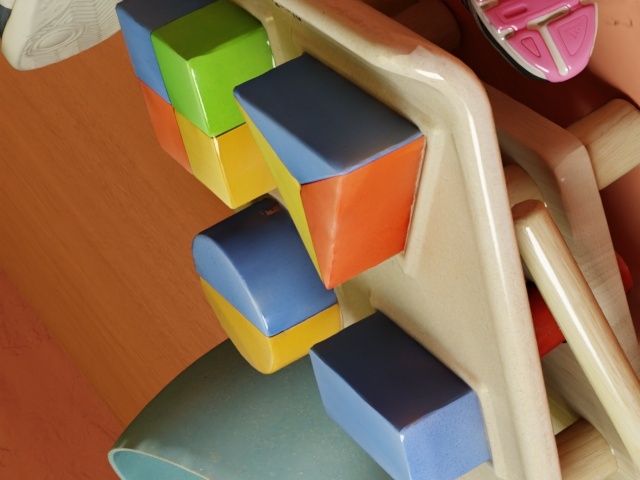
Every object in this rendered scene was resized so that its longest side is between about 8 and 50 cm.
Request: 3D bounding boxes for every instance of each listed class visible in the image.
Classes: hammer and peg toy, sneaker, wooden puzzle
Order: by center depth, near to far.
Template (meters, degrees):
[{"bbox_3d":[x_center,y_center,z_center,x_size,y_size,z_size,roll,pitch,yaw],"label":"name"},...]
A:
[{"bbox_3d":[0.083,-0.141,0.959,0.170,0.063,0.075,57,166,22],"label":"sneaker"},{"bbox_3d":[0.000,0.000,0.989,0.322,0.080,0.348,39,155,50],"label":"wooden puzzle"},{"bbox_3d":[0.121,0.019,1.044,0.361,0.127,0.266,38,154,52],"label":"hammer and peg toy"},{"bbox_3d":[-0.240,-0.271,1.643,0.148,0.131,0.350,61,161,13],"label":"sneaker"}]

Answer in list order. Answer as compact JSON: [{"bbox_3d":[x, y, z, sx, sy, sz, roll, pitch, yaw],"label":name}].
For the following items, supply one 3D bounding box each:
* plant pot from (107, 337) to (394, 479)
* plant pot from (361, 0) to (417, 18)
[{"bbox_3d":[0.019,0.154,1.390,0.290,0.195,0.290,29,162,11],"label":"plant pot"},{"bbox_3d":[0.012,-0.123,1.181,0.081,0.083,0.081,35,154,53],"label":"plant pot"}]
